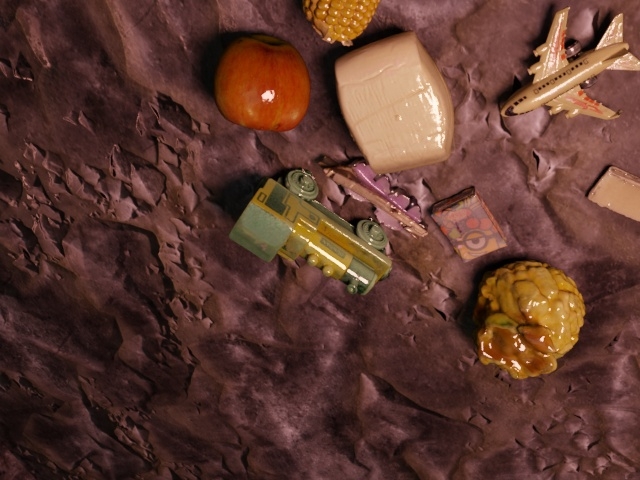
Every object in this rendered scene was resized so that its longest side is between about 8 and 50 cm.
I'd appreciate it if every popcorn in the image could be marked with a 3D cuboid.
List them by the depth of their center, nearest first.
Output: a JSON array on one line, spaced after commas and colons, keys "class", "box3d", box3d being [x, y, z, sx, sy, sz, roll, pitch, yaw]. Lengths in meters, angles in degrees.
[{"class": "popcorn", "box3d": [0.450, 0.176, 1.277, 0.224, 0.270, 0.258, 17, 81, 0]}]

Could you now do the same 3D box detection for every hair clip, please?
[{"class": "hair clip", "box3d": [0.125, -0.099, 1.280, 0.292, 0.084, 0.106, 34, 120, -14]}]

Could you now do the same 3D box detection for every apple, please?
[{"class": "apple", "box3d": [-0.114, -0.307, 1.138, 0.196, 0.196, 0.196, 7, 124, 11]}]

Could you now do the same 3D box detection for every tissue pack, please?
[{"class": "tissue pack", "box3d": [0.326, -0.033, 1.273, 0.108, 0.060, 0.148, -26, 113, 27]}]

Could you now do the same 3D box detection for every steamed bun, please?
[{"class": "steamed bun", "box3d": [0.149, -0.261, 1.113, 0.200, 0.155, 0.250, -16, 111, 21]}]

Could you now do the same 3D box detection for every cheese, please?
[{"class": "cheese", "box3d": [0.741, -0.039, 1.169, 0.400, 0.034, 0.085, 24, 126, 0]}]

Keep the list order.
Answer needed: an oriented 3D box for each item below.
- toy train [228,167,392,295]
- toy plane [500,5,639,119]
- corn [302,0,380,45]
[{"class": "toy train", "box3d": [0.000, 0.000, 1.278, 0.369, 0.237, 0.150, 33, 123, -8]}, {"class": "toy plane", "box3d": [0.440, -0.294, 1.048, 0.244, 0.092, 0.229, -25, 115, 29]}, {"class": "corn", "box3d": [0.073, -0.520, 0.972, 0.144, 0.144, 0.387, 22, 126, 1]}]
